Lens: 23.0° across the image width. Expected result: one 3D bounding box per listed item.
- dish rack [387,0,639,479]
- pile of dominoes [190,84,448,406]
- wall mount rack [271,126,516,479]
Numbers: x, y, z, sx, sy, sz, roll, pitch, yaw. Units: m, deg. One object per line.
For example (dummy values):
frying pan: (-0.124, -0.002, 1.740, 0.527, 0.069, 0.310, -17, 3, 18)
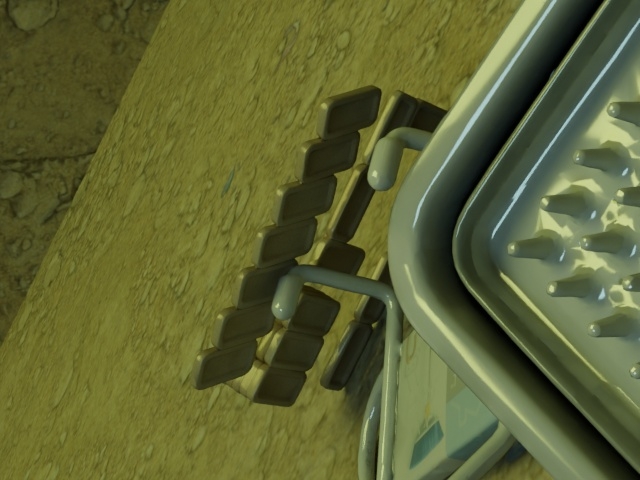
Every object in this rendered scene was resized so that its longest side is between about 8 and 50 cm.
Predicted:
dish rack: (0.202, 0.008, 0.580, 0.333, 0.072, 0.285, 46, 118, 27)
pile of dominoes: (0.000, 0.000, 1.140, 0.040, 0.196, 0.251, 29, 97, 32)
wall mount rack: (0.033, 0.115, 0.944, 0.350, 0.130, 0.304, 126, 153, -58)
